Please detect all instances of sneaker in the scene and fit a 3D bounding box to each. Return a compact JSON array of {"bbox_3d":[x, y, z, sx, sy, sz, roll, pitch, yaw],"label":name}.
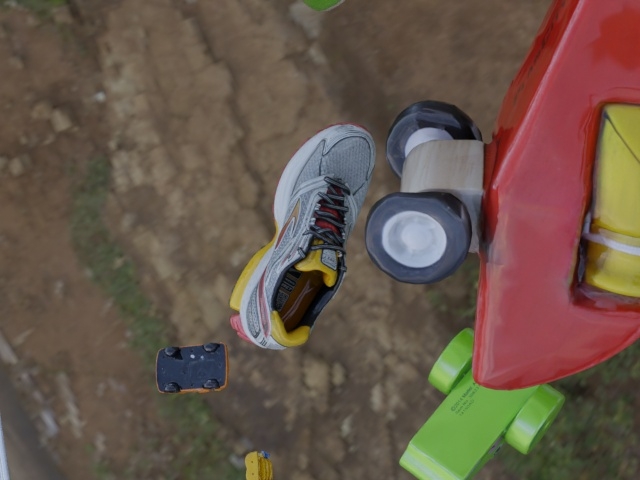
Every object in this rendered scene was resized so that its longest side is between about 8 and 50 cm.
[{"bbox_3d":[0.000,0.000,1.531,0.093,0.088,0.225,19,87,60],"label":"sneaker"}]

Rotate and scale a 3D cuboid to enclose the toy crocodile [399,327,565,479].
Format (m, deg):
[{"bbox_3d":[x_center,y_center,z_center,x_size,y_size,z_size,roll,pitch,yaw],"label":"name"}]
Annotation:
[{"bbox_3d":[0.195,0.098,1.552,0.115,0.340,0.105,31,159,15],"label":"toy crocodile"}]

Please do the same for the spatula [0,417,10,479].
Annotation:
[{"bbox_3d":[-0.322,0.248,1.713,0.019,0.168,0.242,-7,82,-13],"label":"spatula"}]

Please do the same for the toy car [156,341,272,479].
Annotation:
[{"bbox_3d":[-0.076,0.129,1.204,0.060,0.040,0.122,-25,71,14],"label":"toy car"}]

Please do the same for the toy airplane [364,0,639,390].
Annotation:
[{"bbox_3d":[0.217,-0.106,0.907,0.272,0.384,0.386,24,74,-4],"label":"toy airplane"}]

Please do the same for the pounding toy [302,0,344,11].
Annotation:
[{"bbox_3d":[0.017,-0.340,1.627,0.110,0.183,0.237,29,146,-21],"label":"pounding toy"}]
